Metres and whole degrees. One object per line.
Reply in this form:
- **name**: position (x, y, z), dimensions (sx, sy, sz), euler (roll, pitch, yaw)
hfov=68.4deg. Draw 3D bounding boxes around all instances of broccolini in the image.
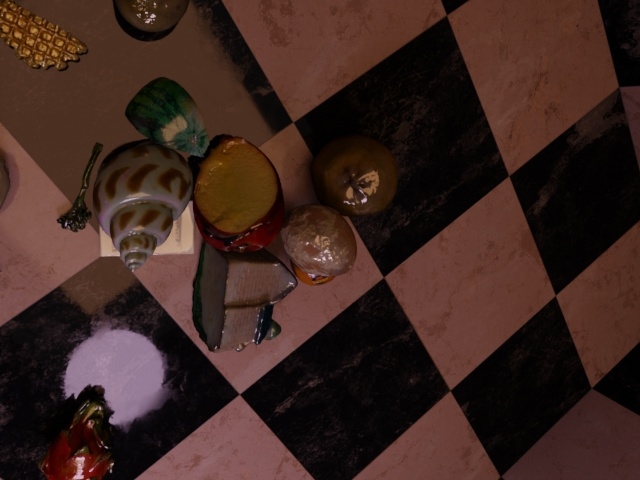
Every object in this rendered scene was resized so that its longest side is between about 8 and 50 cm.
- **broccolini**: position (-0.640, -0.141, 1.281), dimensions (0.255, 0.057, 0.071), euler (-67, 159, 7)

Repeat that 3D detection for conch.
- **conch**: position (-0.451, -0.101, 1.216), dimensions (0.249, 0.197, 0.368), euler (6, 84, -26)

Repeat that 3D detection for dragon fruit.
- **dragon fruit**: position (-0.688, 0.623, 1.397), dimensions (0.200, 0.198, 0.269), euler (38, 72, -16)

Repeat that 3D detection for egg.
- **egg**: position (0.000, 0.000, 1.377), dimensions (0.245, 0.203, 0.203), euler (41, 85, 8)

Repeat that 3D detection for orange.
- **orange**: position (-0.015, 0.060, 1.546), dimensions (0.177, 0.155, 0.178), euler (-2, 96, -15)

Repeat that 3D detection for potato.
- **potato**: position (-0.421, -0.644, 1.193), dimensions (0.235, 0.160, 0.178), euler (-56, 138, -12)

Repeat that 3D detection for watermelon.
- **watermelon**: position (-0.412, -0.321, 1.252), dimensions (0.231, 0.128, 0.146), euler (46, 49, 11)

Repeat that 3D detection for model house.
- **model house**: position (-0.221, 0.170, 1.453), dimensions (0.284, 0.243, 0.299), euler (2, 107, -33)

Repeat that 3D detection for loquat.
- **loquat**: position (0.103, -0.201, 1.460), dimensions (0.275, 0.284, 0.276), euler (0, 102, 1)

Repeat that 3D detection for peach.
- **peach**: position (-0.238, -0.119, 1.372), dimensions (0.257, 0.201, 0.362), euler (-10, 67, -10)

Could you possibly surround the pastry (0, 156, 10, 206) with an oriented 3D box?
- **pastry**: position (-0.893, -0.136, 1.125), dimensions (0.264, 0.133, 0.265), euler (-6, 105, -23)

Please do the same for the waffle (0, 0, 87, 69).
- **waffle**: position (-0.697, -0.514, 1.162), dimensions (0.160, 0.046, 0.192), euler (-33, 114, -10)

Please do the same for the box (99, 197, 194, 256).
- **box**: position (-0.497, -0.043, 1.359), dimensions (0.256, 0.069, 0.164), euler (-1, 104, -23)
